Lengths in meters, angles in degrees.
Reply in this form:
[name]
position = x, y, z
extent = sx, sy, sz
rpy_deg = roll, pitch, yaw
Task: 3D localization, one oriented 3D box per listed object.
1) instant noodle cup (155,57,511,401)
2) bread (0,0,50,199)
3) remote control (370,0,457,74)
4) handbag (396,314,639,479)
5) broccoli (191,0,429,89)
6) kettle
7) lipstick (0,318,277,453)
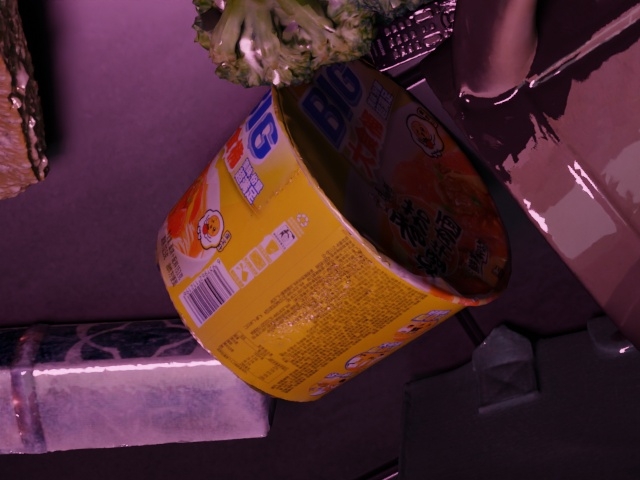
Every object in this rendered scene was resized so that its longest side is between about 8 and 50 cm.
[instant noodle cup]
position = 0.000, 0.000, 1.120
extent = 0.205, 0.205, 0.153
rpy_deg = 41, 117, -13
[bread]
position = -0.279, -0.129, 1.105
extent = 0.207, 0.056, 0.286
rpy_deg = 6, 139, 13
[remote control]
position = 0.074, -0.139, 1.143
extent = 0.091, 0.016, 0.034
rpy_deg = -21, 87, 14
[handbag]
position = 0.206, 0.121, 1.127
extent = 0.326, 0.238, 0.089
rpy_deg = -18, 114, 12
[broccoli]
position = -0.022, -0.233, 0.995
extent = 0.265, 0.245, 0.295
rpy_deg = 6, 91, 22
[kettle]
position = 0.229, -0.139, 1.005
extent = 0.324, 0.228, 0.321
rpy_deg = -38, 130, 9
[lipstick]
position = -0.174, 0.102, 1.238
extent = 0.289, 0.077, 0.076
rpy_deg = -3, 113, 5
